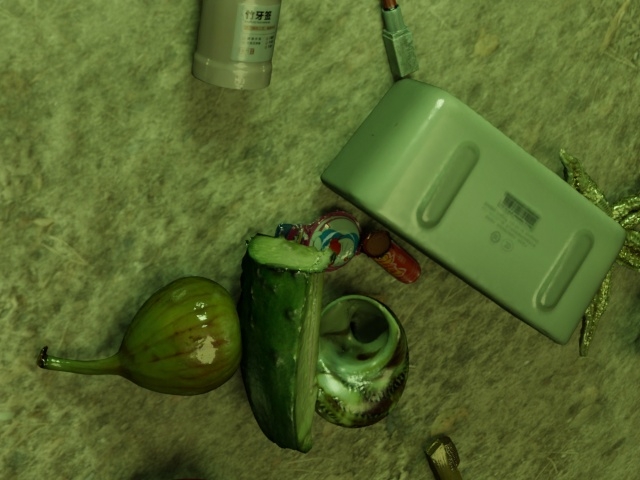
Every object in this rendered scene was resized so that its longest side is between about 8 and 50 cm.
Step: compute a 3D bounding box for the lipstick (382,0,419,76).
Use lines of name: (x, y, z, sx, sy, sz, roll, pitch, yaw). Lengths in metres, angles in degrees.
lipstick: (0.097, -0.278, 1.489, 0.030, 0.030, 0.129, -26, 123, -14)

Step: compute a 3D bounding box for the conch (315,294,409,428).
conch: (0.043, 0.172, 1.635, 0.181, 0.124, 0.187, -33, 97, 3)

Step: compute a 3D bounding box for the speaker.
speaker: (0.217, -0.040, 1.552, 0.406, 0.183, 0.184, 33, 91, -25)

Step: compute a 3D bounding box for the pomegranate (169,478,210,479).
pomegranate: (-0.188, 0.440, 1.599, 0.210, 0.210, 0.235, 3, 140, -29)

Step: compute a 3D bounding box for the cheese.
cheese: (0.000, 0.000, 1.571, 0.145, 0.038, 0.095, 3, 112, -31)

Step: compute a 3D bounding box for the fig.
fig: (-0.225, 0.146, 1.463, 0.259, 0.151, 0.151, -20, 122, -14)

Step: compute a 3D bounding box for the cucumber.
cucumber: (-0.060, 0.153, 1.536, 0.105, 0.145, 0.325, -37, 137, -50)

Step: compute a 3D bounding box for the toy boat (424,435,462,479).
toy boat: (0.213, 0.380, 1.869, 0.049, 0.047, 0.149, -32, 124, -11)

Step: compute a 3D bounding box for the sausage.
sausage: (0.106, 0.030, 1.627, 0.050, 0.048, 0.145, -29, 149, 14)

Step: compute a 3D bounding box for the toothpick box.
toothpick box: (-0.096, -0.263, 1.351, 0.098, 0.098, 0.148, -1, 115, -28)

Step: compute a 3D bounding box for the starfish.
starfish: (0.445, -0.019, 1.775, 0.347, 0.078, 0.357, -30, 118, -7)
